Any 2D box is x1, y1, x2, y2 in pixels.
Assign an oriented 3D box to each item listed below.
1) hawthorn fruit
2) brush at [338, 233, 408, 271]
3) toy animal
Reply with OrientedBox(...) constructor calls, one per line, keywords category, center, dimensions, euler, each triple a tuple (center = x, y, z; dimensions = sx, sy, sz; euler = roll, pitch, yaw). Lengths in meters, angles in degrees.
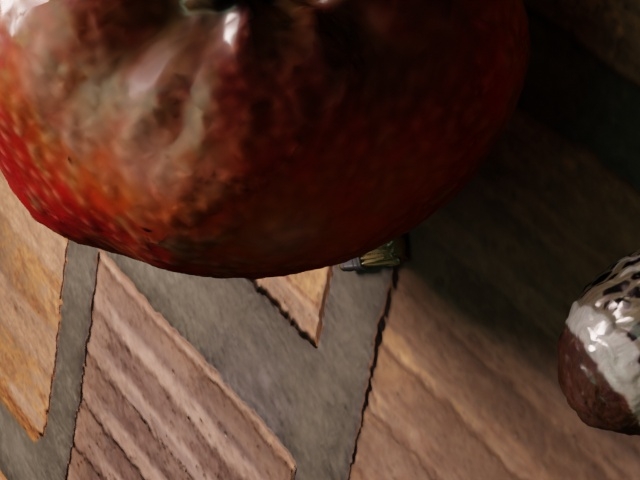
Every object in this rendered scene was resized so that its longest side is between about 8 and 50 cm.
OrientedBox(category="hawthorn fruit", center=(-0.054, -0.099, 0.950), dimensions=(0.285, 0.284, 0.369), euler=(69, 157, 12))
OrientedBox(category="brush", center=(0.000, 0.000, 1.119), dimensions=(0.170, 0.014, 0.043), euler=(-7, 96, 57))
OrientedBox(category="toy animal", center=(0.166, 0.040, 0.819), dimensions=(0.098, 0.098, 0.137), euler=(59, 142, 25))
